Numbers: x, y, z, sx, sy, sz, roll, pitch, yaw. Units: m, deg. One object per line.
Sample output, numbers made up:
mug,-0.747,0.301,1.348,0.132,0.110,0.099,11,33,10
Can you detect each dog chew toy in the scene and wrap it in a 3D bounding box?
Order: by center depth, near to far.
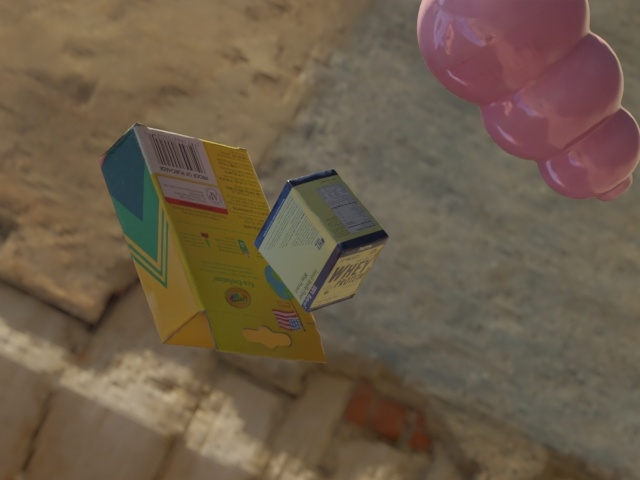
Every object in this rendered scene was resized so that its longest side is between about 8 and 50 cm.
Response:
dog chew toy,0.262,-0.190,2.003,0.206,0.332,0.206,-34,10,7

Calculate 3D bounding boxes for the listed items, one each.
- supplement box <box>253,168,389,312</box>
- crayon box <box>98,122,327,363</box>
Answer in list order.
supplement box,0.000,0.000,1.441,0.056,0.083,0.083,-17,-32,-40
crayon box,-0.131,0.022,2.047,0.081,0.318,0.202,-39,-31,30
